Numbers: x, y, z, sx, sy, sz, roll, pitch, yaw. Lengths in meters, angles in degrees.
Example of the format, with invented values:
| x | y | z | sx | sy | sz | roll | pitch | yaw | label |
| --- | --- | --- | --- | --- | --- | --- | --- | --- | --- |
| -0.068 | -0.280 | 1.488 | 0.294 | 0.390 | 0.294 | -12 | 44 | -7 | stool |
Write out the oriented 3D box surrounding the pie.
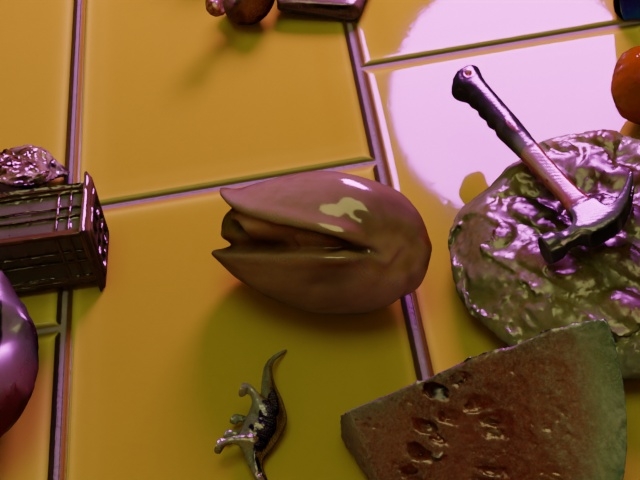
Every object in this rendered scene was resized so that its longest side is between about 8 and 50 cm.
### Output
| x | y | z | sx | sy | sz | roll | pitch | yaw | label |
| --- | --- | --- | --- | --- | --- | --- | --- | --- | --- |
| 0.258 | 0.004 | 1.216 | 0.306 | 0.071 | 0.306 | -6 | 43 | 5 | pie |

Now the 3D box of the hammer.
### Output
| x | y | z | sx | sy | sz | roll | pitch | yaw | label |
| --- | --- | --- | --- | --- | --- | --- | --- | --- | --- |
| 0.197 | -0.087 | 1.253 | 0.111 | 0.033 | 0.288 | -24 | 42 | -9 | hammer |

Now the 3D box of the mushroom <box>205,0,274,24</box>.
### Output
| x | y | z | sx | sy | sz | roll | pitch | yaw | label |
| --- | --- | --- | --- | --- | --- | --- | --- | --- | --- |
| -0.094 | -0.291 | 1.575 | 0.088 | 0.073 | 0.129 | -19 | 27 | 40 | mushroom |

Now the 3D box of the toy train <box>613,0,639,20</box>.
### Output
| x | y | z | sx | sy | sz | roll | pitch | yaw | label |
| --- | --- | --- | --- | --- | --- | --- | --- | --- | --- |
| 0.408 | -0.346 | 1.540 | 0.131 | 0.083 | 0.204 | -1 | 44 | 12 | toy train |

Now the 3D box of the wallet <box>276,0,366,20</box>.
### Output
| x | y | z | sx | sy | sz | roll | pitch | yaw | label |
| --- | --- | --- | --- | --- | --- | --- | --- | --- | --- |
| 0.011 | -0.329 | 1.625 | 0.118 | 0.039 | 0.153 | 5 | 47 | 12 | wallet |

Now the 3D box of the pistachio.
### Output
| x | y | z | sx | sy | sz | roll | pitch | yaw | label |
| --- | --- | --- | --- | --- | --- | --- | --- | --- | --- |
| 0.000 | 0.000 | 1.225 | 0.215 | 0.144 | 0.144 | 11 | 47 | 29 | pistachio |

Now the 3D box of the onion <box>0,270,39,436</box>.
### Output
| x | y | z | sx | sy | sz | roll | pitch | yaw | label |
| --- | --- | --- | --- | --- | --- | --- | --- | --- | --- |
| -0.392 | 0.110 | 1.161 | 0.272 | 0.195 | 0.272 | 22 | 32 | -15 | onion |

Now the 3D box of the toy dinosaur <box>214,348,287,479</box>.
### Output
| x | y | z | sx | sy | sz | roll | pitch | yaw | label |
| --- | --- | --- | --- | --- | --- | --- | --- | --- | --- |
| -0.059 | 0.156 | 1.142 | 0.058 | 0.037 | 0.180 | 14 | 51 | -9 | toy dinosaur |

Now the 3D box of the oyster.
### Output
| x | y | z | sx | sy | sz | roll | pitch | yaw | label |
| --- | --- | --- | --- | --- | --- | --- | --- | --- | --- |
| -0.324 | -0.072 | 1.381 | 0.108 | 0.053 | 0.166 | 7 | 15 | -2 | oyster |

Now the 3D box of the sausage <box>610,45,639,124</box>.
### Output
| x | y | z | sx | sy | sz | roll | pitch | yaw | label |
| --- | --- | --- | --- | --- | --- | --- | --- | --- | --- |
| 0.417 | -0.152 | 1.333 | 0.238 | 0.098 | 0.098 | 6 | 46 | 18 | sausage |

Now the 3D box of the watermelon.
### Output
| x | y | z | sx | sy | sz | roll | pitch | yaw | label |
| --- | --- | --- | --- | --- | --- | --- | --- | --- | --- |
| 0.129 | 0.154 | 1.080 | 0.241 | 0.094 | 0.154 | -8 | 81 | 12 | watermelon |

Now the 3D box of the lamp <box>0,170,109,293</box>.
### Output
| x | y | z | sx | sy | sz | roll | pitch | yaw | label |
| --- | --- | --- | --- | --- | --- | --- | --- | --- | --- |
| -0.378 | 0.012 | 1.307 | 0.325 | 0.090 | 0.089 | -9 | 44 | 2 | lamp |
